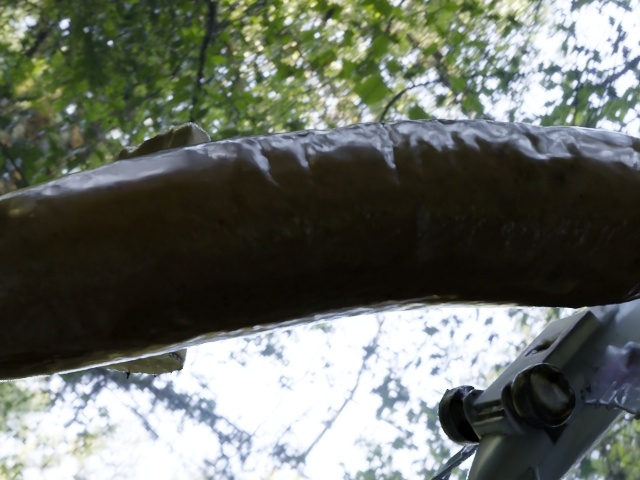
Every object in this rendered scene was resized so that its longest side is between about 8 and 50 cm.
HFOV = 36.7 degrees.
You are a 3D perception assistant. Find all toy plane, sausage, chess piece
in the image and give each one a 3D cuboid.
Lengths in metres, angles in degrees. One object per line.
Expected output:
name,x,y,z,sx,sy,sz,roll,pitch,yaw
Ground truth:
toy plane,0.162,0.101,0.638,0.101,0.255,0.251,47,-32,-7
sausage,-0.001,-0.003,0.588,0.500,0.136,0.123,-6,-28,-14
chess piece,-0.201,0.001,1.137,0.137,0.301,0.137,7,-25,3
